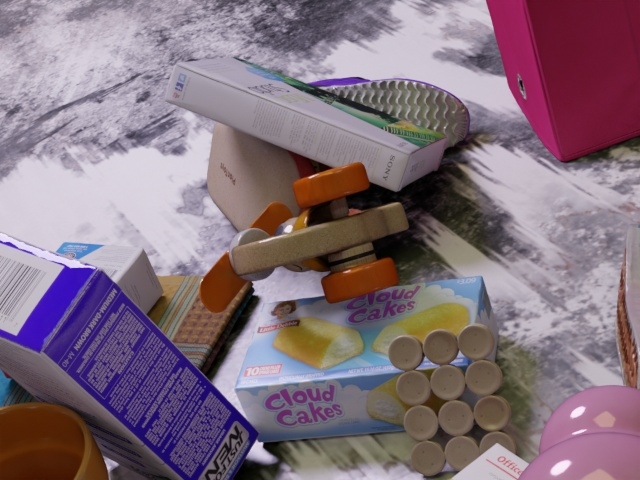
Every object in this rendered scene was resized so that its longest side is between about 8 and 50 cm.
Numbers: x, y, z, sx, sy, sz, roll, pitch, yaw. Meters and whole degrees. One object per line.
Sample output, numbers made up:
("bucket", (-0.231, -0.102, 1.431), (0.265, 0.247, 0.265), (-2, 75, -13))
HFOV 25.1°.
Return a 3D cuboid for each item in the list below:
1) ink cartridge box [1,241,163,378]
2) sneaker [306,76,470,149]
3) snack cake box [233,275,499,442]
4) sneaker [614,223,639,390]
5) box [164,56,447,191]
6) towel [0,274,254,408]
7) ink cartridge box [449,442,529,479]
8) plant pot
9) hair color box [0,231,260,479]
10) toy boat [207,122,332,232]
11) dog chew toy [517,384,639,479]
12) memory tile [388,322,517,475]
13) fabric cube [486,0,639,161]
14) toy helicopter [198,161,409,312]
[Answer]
("ink cartridge box", (-0.313, 0.103, 1.764), (0.134, 0.078, 0.231), (4, 40, 31))
("sneaker", (0.074, -0.188, 2.024), (0.293, 0.102, 0.146), (4, 17, 18))
("snack cake box", (0.054, 0.131, 1.580), (0.264, 0.089, 0.152), (-8, 36, 19))
("sneaker", (0.370, 0.084, 1.476), (0.121, 0.108, 0.302), (4, 33, 5))
("box", (-0.011, -0.156, 1.853), (0.322, 0.058, 0.232), (23, 15, 11))
("towel", (-0.292, 0.136, 1.813), (0.370, 0.040, 0.271), (0, 39, 26))
("ink cartridge box", (0.165, 0.266, 1.341), (0.198, 0.067, 0.115), (-34, 35, -20))
("plant pot", (-0.289, 0.298, 1.435), (0.205, 0.188, 0.205), (-14, 34, 10))
("hair color box", (-0.225, 0.134, 1.478), (0.185, 0.339, 0.110), (17, 65, 37))
("toy boat", (-0.051, -0.083, 1.933), (0.151, 0.151, 0.231), (-1, 25, -25))
("dog chew toy", (0.237, 0.254, 1.179), (0.206, 0.206, 0.332), (-8, 40, 20))
("memory tile", (0.134, 0.162, 1.457), (0.113, 0.148, 0.012), (-12, -1, 19))
("fabric cube", (0.365, -0.302, 1.883), (0.259, 0.258, 0.254), (-21, 33, 1))
("toy helicopter", (0.000, 0.000, 1.697), (0.235, 0.140, 0.355), (-17, 0, 21))
